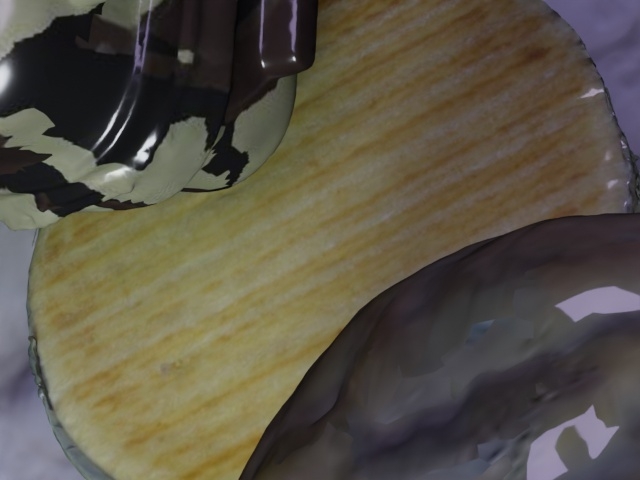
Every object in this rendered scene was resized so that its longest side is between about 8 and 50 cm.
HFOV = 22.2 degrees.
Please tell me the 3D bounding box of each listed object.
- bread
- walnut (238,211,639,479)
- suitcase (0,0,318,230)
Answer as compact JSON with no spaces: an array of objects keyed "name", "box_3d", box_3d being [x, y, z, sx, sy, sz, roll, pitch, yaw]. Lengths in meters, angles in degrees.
[{"name":"bread","box_3d":[0.000,0.000,0.642,0.267,0.040,0.267,-12,57,19]},{"name":"walnut","box_3d":[0.078,0.100,0.460,0.224,0.224,0.224,-5,64,10]},{"name":"suitcase","box_3d":[-0.170,-0.180,0.646,0.339,0.194,0.352,1,85,37]}]
